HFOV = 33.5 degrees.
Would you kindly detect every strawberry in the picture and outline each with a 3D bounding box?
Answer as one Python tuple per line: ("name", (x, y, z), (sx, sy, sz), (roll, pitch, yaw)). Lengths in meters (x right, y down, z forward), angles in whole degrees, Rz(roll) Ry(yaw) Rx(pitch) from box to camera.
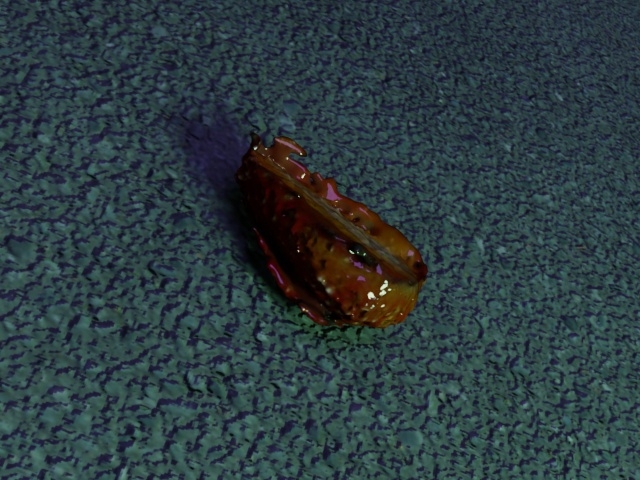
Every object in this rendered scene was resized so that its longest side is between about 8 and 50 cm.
("strawberry", (0.000, 0.000, 0.845), (0.188, 0.082, 0.121), (43, 21, 19))
